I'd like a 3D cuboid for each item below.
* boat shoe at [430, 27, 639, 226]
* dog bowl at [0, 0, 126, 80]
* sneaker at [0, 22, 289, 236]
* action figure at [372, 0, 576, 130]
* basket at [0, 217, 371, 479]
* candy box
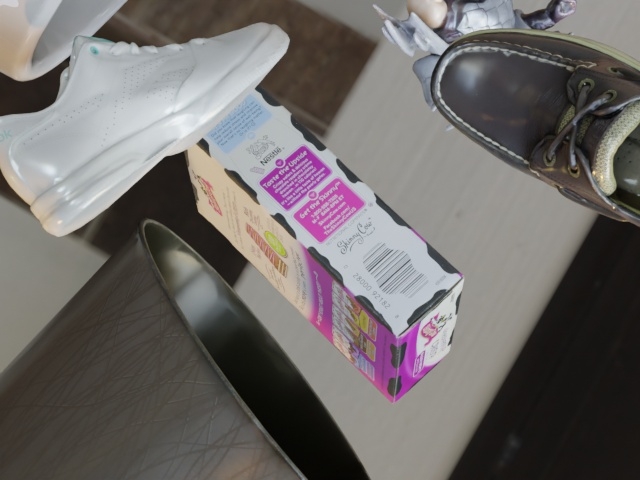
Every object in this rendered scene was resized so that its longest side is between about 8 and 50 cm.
[{"bbox_3d":[0.106,-0.037,0.521,0.152,0.056,0.049,22,-168,17],"label":"boat shoe"},{"bbox_3d":[-0.136,-0.251,0.979,0.102,0.349,0.349,39,173,-5],"label":"dog bowl"},{"bbox_3d":[-0.110,-0.096,0.918,0.094,0.212,0.080,50,147,2],"label":"sneaker"},{"bbox_3d":[0.127,-0.215,1.065,0.099,0.285,0.185,13,173,26],"label":"action figure"},{"bbox_3d":[-0.109,0.130,0.661,0.154,0.227,0.204,46,-174,-41],"label":"basket"},{"bbox_3d":[0.000,0.000,1.122,0.233,0.071,0.159,44,164,17],"label":"candy box"}]
